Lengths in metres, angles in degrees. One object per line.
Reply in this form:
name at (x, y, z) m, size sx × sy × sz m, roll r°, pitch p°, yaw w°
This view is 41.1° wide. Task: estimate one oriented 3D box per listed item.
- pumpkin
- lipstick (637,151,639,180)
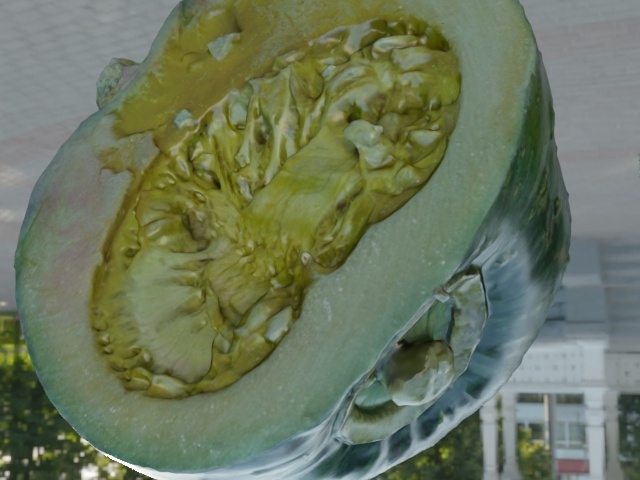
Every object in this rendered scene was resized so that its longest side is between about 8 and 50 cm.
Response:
pumpkin at (0.000, 0.000, 0.475) m, size 0.263 × 0.293 × 0.197 m, roll 35°, pitch 169°, yaw 36°
lipstick at (0.313, -0.113, 0.796) m, size 0.037 × 0.116 × 0.037 m, roll -8°, pitch -164°, yaw 2°
